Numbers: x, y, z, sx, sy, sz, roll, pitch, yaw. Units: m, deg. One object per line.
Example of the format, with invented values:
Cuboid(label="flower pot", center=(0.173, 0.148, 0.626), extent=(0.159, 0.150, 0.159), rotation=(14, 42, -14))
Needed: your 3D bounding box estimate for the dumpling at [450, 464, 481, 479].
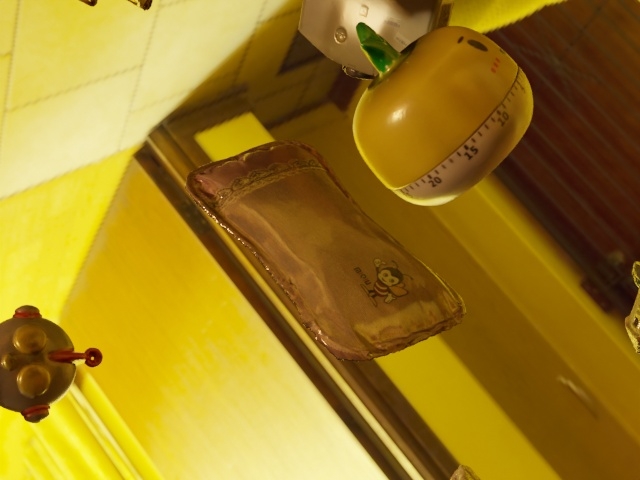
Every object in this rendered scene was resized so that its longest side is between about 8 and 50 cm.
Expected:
Cuboid(label="dumpling", center=(0.220, 0.396, 1.274), extent=(0.150, 0.176, 0.092), rotation=(36, 98, -30))

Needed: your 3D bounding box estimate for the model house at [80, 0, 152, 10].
Cuboid(label="model house", center=(-0.295, -0.410, 1.262), extent=(0.229, 0.199, 0.220), rotation=(121, -14, -47))

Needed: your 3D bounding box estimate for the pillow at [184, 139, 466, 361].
Cuboid(label="pillow", center=(0.000, 0.000, 0.729), extent=(0.130, 0.233, 0.038), rotation=(-19, 142, -36))

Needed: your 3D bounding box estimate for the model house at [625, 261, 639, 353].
Cuboid(label="model house", center=(0.716, 0.170, 1.938), extent=(0.214, 0.195, 0.189), rotation=(-112, -144, -72))

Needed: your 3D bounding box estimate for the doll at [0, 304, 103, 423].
Cuboid(label="doll", center=(-0.344, 0.132, 0.976), extent=(0.244, 0.143, 0.076), rotation=(-3, 168, -23))

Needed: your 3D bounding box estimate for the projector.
Cuboid(label="projector", center=(0.093, -0.379, 1.649), extent=(0.088, 0.269, 0.194), rotation=(-23, 133, -50))

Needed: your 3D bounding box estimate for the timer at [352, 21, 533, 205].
Cuboid(label="timer", center=(0.144, -0.214, 1.396), extent=(0.285, 0.285, 0.285), rotation=(-37, 165, -12))
